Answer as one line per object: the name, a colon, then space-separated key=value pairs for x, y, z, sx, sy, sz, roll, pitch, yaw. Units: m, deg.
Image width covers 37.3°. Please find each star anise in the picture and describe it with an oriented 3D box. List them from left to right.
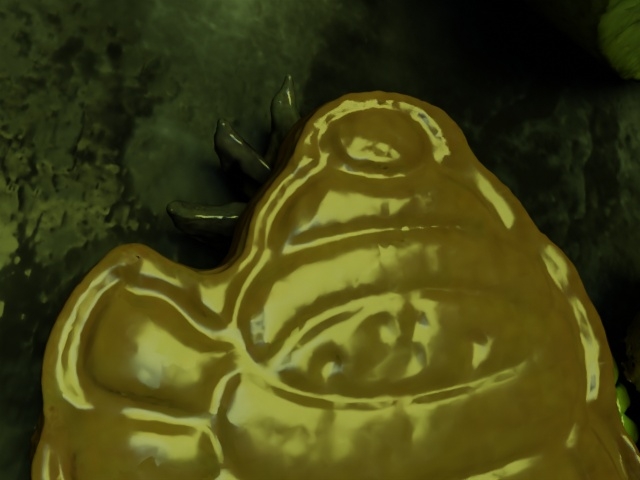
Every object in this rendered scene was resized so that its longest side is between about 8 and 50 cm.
star anise: x=0.000 y=0.000 z=0.542 sx=0.180 sy=0.061 sz=0.204 roll=24 pitch=68 yaw=-14

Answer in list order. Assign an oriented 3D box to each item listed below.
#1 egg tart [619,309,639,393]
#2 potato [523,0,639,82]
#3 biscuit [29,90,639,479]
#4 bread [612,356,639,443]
egg tart: x=0.256 y=0.100 z=0.608 sx=0.212 sy=0.090 sz=0.212 roll=52 pitch=23 yaw=-33
potato: x=0.200 y=-0.276 z=0.671 sx=0.330 sy=0.213 sz=0.280 roll=-29 pitch=73 yaw=-22
biscuit: x=0.020 y=0.108 z=0.477 sx=0.312 sy=0.057 sz=0.351 roll=-18 pitch=94 yaw=-19
bread: x=0.140 y=0.108 z=0.587 sx=0.130 sy=0.071 sz=0.139 roll=-26 pitch=90 yaw=-35
